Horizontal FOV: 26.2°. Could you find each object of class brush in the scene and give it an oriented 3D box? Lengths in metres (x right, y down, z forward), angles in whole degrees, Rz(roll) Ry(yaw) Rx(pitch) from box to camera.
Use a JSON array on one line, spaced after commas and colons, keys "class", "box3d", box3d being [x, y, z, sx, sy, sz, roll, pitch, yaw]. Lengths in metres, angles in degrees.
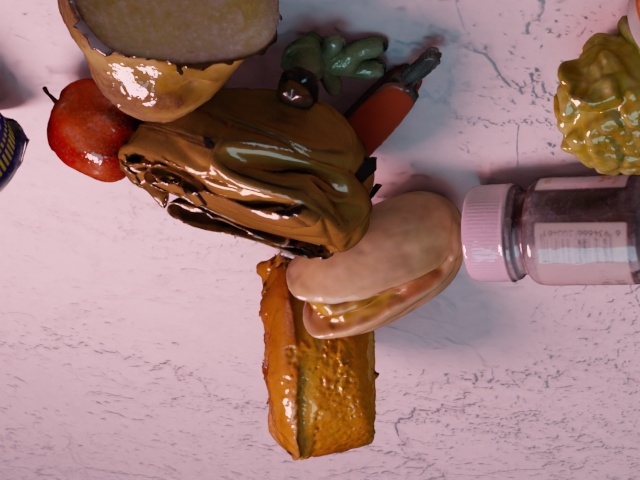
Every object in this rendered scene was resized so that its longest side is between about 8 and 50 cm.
[{"class": "brush", "box3d": [0.093, -0.195, 1.996, 0.070, 0.051, 0.323, 30, 148, -13]}]

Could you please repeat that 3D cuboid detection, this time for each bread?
[{"class": "bread", "box3d": [-0.004, 0.194, 2.370, 0.204, 0.358, 0.337, -5, 174, -6]}]

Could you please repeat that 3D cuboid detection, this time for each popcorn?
[{"class": "popcorn", "box3d": [0.413, -0.185, 1.764, 0.216, 0.181, 0.235, -21, 138, 40]}]

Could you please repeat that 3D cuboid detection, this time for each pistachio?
[{"class": "pistachio", "box3d": [0.092, 0.031, 2.157, 0.299, 0.187, 0.187, -25, 143, -4]}]

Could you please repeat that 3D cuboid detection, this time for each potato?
[{"class": "potato", "box3d": [-0.230, -0.303, 1.789, 0.300, 0.289, 0.237, 8, 169, -23]}]

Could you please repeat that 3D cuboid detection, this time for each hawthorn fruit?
[{"class": "hawthorn fruit", "box3d": [-0.349, -0.180, 2.101, 0.194, 0.157, 0.157, 31, 148, 7]}]

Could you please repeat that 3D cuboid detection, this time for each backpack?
[{"class": "backpack", "box3d": [-0.100, -0.112, 1.976, 0.378, 0.201, 0.353, 18, 166, 3]}]

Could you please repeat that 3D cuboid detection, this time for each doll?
[{"class": "doll", "box3d": [0.018, -0.254, 1.917, 0.150, 0.078, 0.115, -2, 146, -6]}]

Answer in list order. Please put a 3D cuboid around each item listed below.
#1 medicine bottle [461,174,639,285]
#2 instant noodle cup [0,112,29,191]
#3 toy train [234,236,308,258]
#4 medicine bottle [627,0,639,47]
[{"class": "medicine bottle", "box3d": [0.360, -0.014, 2.061, 0.273, 0.165, 0.165, -1, 145, 24]}, {"class": "instant noodle cup", "box3d": [-0.627, -0.215, 2.060, 0.284, 0.284, 0.312, 1, 137, 19]}, {"class": "toy train", "box3d": [0.000, 0.000, 2.265, 0.409, 0.089, 0.086, 17, -178, -8]}, {"class": "medicine bottle", "box3d": [0.481, -0.306, 1.590, 0.144, 0.144, 0.252, 24, 143, -16]}]
